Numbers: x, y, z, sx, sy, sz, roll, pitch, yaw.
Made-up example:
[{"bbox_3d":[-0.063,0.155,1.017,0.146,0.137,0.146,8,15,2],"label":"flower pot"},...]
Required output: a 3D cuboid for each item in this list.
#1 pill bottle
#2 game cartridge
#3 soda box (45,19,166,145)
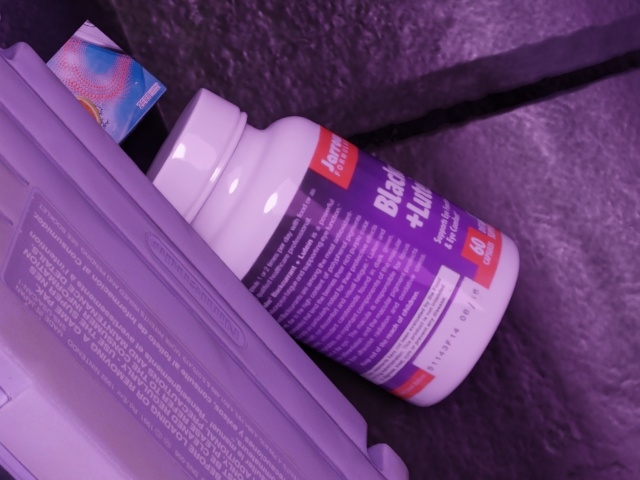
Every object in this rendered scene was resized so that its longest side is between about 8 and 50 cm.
[{"bbox_3d":[0.000,0.000,0.963,0.193,0.108,0.108,30,65,-11],"label":"pill bottle"},{"bbox_3d":[-0.082,0.066,0.817,0.355,0.068,0.230,49,24,-21],"label":"game cartridge"},{"bbox_3d":[-0.162,-0.027,0.933,0.058,0.063,0.183,40,63,-6],"label":"soda box"}]
